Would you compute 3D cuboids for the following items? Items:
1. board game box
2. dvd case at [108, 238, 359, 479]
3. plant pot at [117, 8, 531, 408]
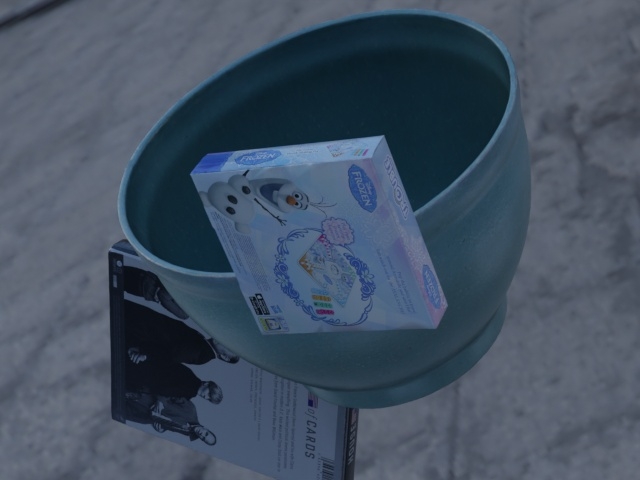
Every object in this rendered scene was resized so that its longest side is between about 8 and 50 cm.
[{"bbox_3d":[0.000,0.000,0.674,0.090,0.090,0.020,-3,34,30],"label":"board game box"},{"bbox_3d":[-0.077,0.110,1.328,0.238,0.179,0.029,16,29,23],"label":"dvd case"},{"bbox_3d":[0.027,-0.003,1.124,0.293,0.196,0.293,-17,35,12],"label":"plant pot"}]
